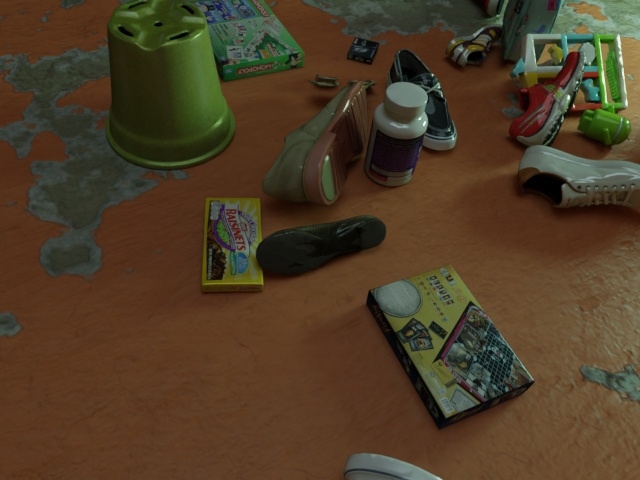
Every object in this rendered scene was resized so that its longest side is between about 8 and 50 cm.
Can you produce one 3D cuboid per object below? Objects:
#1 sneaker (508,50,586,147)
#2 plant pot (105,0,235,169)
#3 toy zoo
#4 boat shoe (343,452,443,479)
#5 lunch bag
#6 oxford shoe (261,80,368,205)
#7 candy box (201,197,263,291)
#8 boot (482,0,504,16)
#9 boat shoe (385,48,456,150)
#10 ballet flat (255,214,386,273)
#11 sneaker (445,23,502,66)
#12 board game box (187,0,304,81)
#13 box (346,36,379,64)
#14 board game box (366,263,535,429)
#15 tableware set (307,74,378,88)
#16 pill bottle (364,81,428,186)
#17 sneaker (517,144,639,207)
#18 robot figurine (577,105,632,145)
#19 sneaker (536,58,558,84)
[{"bbox_3d":[0.519,-0.337,1.311,0.118,0.107,0.279,25,70,22],"label":"sneaker"},{"bbox_3d":[-0.312,-0.327,1.146,0.276,0.254,0.276,3,50,-4],"label":"plant pot"},{"bbox_3d":[0.599,-0.407,1.394,0.293,0.030,0.192,-4,86,-10],"label":"toy zoo"},{"bbox_3d":[0.141,0.356,0.716,0.258,0.095,0.084,21,46,13],"label":"boat shoe"},{"bbox_3d":[0.548,-0.598,1.501,0.108,0.224,0.279,18,44,4],"label":"lunch bag"},{"bbox_3d":[0.001,-0.217,1.168,0.146,0.140,0.397,2,36,22],"label":"oxford shoe"},{"bbox_3d":[-0.158,0.003,1.030,0.105,0.027,0.206,1,50,-10],"label":"candy box"},{"bbox_3d":[0.467,-0.747,1.706,0.176,0.088,0.244,18,42,10],"label":"boot"},{"bbox_3d":[0.234,-0.331,1.309,0.108,0.102,0.301,-6,50,-12],"label":"boat shoe"},{"bbox_3d":[0.000,0.000,1.026,0.250,0.084,0.058,-15,25,-20],"label":"ballet flat"},{"bbox_3d":[0.421,-0.507,1.512,0.185,0.069,0.084,-27,66,-19],"label":"sneaker"},{"bbox_3d":[-0.204,-0.532,1.470,0.213,0.046,0.317,-16,53,-20],"label":"board game box"},{"bbox_3d":[0.111,-0.495,1.491,0.067,0.018,0.083,17,50,7],"label":"box"},{"bbox_3d":[0.202,0.160,0.924,0.165,0.042,0.243,-15,53,-18],"label":"board game box"},{"bbox_3d":[0.054,-0.372,1.342,0.169,0.020,0.141,2,19,-1],"label":"tableware set"},{"bbox_3d":[0.152,-0.210,1.136,0.108,0.193,0.108,3,50,-4],"label":"pill bottle"},{"bbox_3d":[0.543,-0.098,1.155,0.290,0.106,0.123,16,56,19],"label":"sneaker"},{"bbox_3d":[0.659,-0.262,1.321,0.115,0.067,0.101,23,53,12],"label":"robot figurine"},{"bbox_3d":[0.555,-0.399,1.445,0.051,0.070,0.134,36,75,-27],"label":"sneaker"}]
